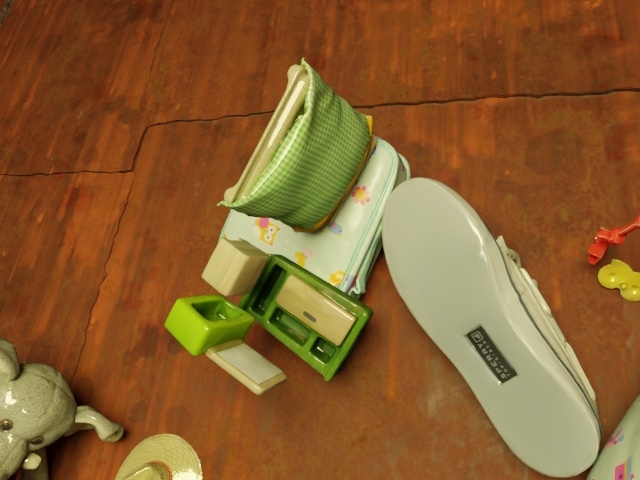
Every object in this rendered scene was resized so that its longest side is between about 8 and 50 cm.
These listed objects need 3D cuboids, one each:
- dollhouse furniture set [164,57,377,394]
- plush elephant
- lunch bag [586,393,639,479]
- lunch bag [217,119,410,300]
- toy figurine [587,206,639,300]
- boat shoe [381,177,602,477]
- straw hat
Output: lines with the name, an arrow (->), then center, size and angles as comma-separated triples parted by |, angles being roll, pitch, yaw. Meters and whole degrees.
dollhouse furniture set -> 0.000, 0.000, 0.528 | 0.151, 0.197, 0.302 | 32, 100, 20
plush elephant -> -0.422, 0.263, 0.619 | 0.255, 0.272, 0.330 | -30, 33, 29
lunch bag -> 0.363, 0.191, 0.428 | 0.262, 0.223, 0.160 | -29, 60, -21
lunch bag -> -0.008, -0.030, 0.696 | 0.224, 0.108, 0.279 | 26, 97, 19
toy figurine -> 0.527, 0.000, 0.531 | 0.362, 0.191, 0.217 | 29, 71, 24
boat shoe -> 0.218, 0.079, 0.600 | 0.136, 0.156, 0.367 | -43, 70, 31
straw hat -> -0.236, 0.334, 0.651 | 0.144, 0.061, 0.145 | -6, 64, 13
